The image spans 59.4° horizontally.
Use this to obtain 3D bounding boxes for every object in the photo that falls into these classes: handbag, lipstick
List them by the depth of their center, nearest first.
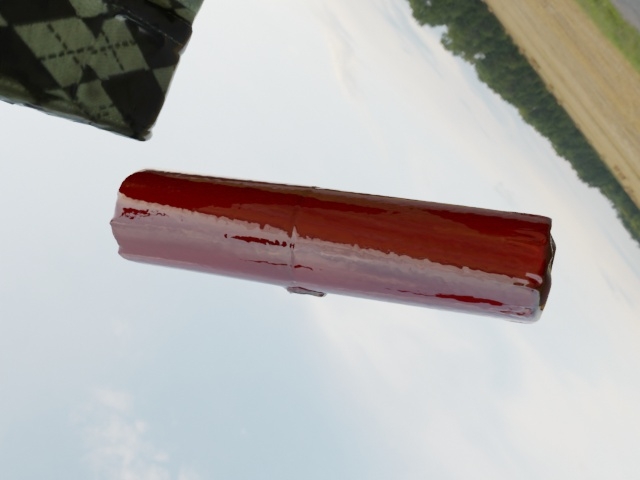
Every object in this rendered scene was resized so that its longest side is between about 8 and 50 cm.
[{"bbox_3d":[0.000,0.000,0.358,0.073,0.279,0.073,8,-90,-70],"label":"lipstick"},{"bbox_3d":[-0.187,-0.304,0.413,0.316,0.416,0.180,21,-178,39],"label":"handbag"}]
